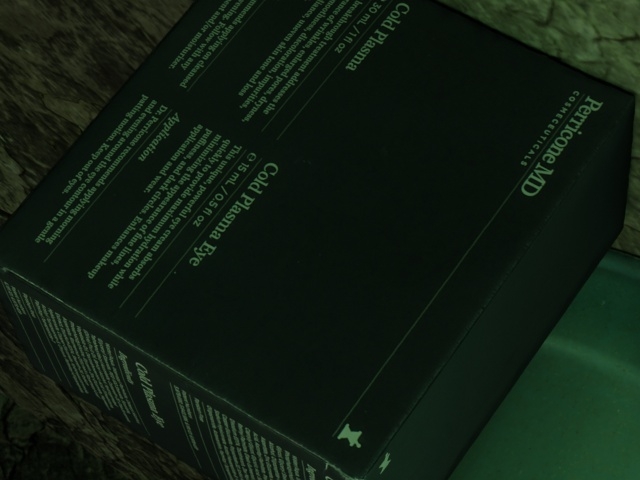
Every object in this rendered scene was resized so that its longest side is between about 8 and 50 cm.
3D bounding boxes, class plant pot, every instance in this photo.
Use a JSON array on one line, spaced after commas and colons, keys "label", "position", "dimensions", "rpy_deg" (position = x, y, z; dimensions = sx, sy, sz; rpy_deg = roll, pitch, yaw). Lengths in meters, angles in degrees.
[{"label": "plant pot", "position": [0.208, 0.236, 1.538], "dimensions": [0.341, 0.334, 0.341], "rpy_deg": [31, 158, 14]}]

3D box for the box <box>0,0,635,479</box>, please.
[{"label": "box", "position": [0.000, 0.000, 1.352], "dimensions": [0.312, 0.343, 0.179], "rpy_deg": [29, 157, 22]}]
